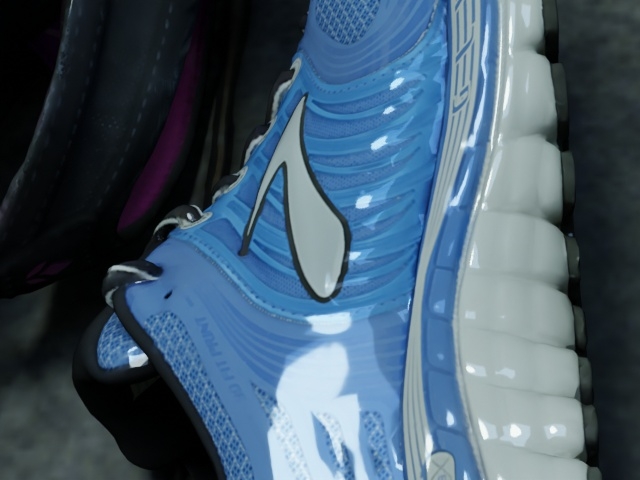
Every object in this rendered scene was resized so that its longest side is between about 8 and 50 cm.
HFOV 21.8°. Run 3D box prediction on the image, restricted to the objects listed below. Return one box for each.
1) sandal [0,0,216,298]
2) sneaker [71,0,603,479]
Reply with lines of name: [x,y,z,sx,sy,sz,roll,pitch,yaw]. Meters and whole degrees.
sandal: [-0.066,-0.103,0.545,0.107,0.167,0.445,26,65,8]
sneaker: [0.000,0.000,0.472,0.147,0.130,0.330,-5,56,8]
